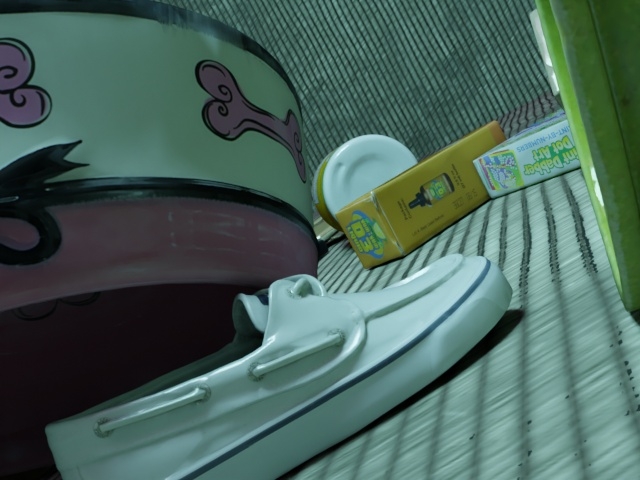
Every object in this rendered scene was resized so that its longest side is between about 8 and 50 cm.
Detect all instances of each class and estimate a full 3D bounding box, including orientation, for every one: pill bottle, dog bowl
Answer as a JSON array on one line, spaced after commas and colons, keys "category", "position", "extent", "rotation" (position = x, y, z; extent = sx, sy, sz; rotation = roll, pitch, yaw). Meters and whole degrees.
[{"category": "pill bottle", "position": [0.059, -0.075, 1.360], "extent": [0.136, 0.136, 0.246], "rotation": [-28, 4, -4]}, {"category": "dog bowl", "position": [-0.183, 0.034, 0.598], "extent": [0.408, 0.150, 0.408], "rotation": [-18, -22, -7]}]

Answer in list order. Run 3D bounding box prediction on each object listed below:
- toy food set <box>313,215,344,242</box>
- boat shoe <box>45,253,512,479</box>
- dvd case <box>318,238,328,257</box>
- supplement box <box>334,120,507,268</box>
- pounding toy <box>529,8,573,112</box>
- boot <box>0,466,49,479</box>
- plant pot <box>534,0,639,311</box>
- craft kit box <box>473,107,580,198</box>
[{"category": "toy food set", "position": [0.000, 0.000, 1.595], "extent": [0.132, 0.038, 0.192], "rotation": [-36, 10, -9]}, {"category": "boat shoe", "position": [-0.014, 0.060, 0.484], "extent": [0.258, 0.084, 0.095], "rotation": [-30, 4, -23]}, {"category": "dvd case", "position": [-0.121, 0.076, 1.437], "extent": [0.239, 0.029, 0.179], "rotation": [-26, 4, 32]}, {"category": "supplement box", "position": [0.127, -0.054, 1.058], "extent": [0.233, 0.078, 0.080], "rotation": [-30, 4, -39]}, {"category": "pounding toy", "position": [0.271, -0.108, 0.589], "extent": [0.206, 0.181, 0.094], "rotation": [-26, 45, 25]}, {"category": "boot", "position": [-0.252, 0.111, 0.911], "extent": [0.283, 0.109, 0.220], "rotation": [-51, 29, -20]}, {"category": "plant pot", "position": [0.216, -0.134, 0.384], "extent": [0.254, 0.276, 0.276], "rotation": [-16, 7, 15]}, {"category": "craft kit box", "position": [0.329, -0.143, 1.009], "extent": [0.247, 0.061, 0.250], "rotation": [-34, 6, -32]}]
